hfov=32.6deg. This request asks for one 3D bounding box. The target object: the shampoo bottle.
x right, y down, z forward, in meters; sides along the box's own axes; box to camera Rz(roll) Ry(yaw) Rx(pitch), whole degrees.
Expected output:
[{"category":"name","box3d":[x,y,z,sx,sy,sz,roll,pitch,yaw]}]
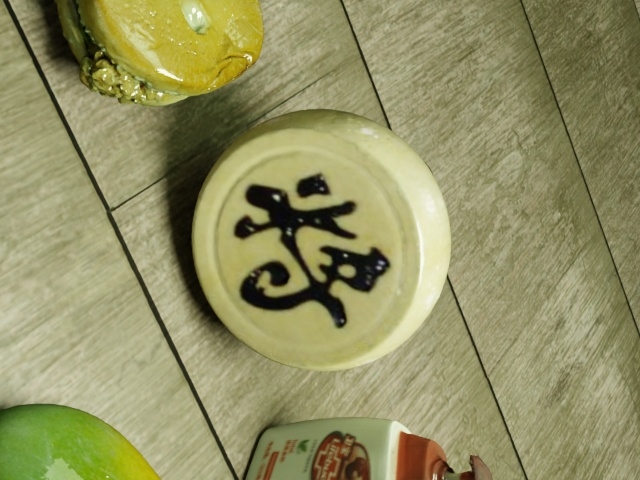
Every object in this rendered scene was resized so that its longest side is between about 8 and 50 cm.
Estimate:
[{"category":"shampoo bottle","box3d":[0.045,0.238,1.046,0.071,0.284,0.153,45,47,-33]}]

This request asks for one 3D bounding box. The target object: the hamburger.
[{"category":"hamburger","box3d":[-0.162,-0.216,1.032,0.215,0.122,0.189,-45,110,-43]}]

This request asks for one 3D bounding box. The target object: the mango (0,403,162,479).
[{"category":"mango","box3d":[-0.191,0.239,0.893,0.156,0.114,0.251,-37,99,-39]}]

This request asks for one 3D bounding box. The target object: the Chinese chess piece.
[{"category":"Chinese chess piece","box3d":[0.000,0.000,1.070,0.104,0.257,0.257,-29,104,-67]}]
